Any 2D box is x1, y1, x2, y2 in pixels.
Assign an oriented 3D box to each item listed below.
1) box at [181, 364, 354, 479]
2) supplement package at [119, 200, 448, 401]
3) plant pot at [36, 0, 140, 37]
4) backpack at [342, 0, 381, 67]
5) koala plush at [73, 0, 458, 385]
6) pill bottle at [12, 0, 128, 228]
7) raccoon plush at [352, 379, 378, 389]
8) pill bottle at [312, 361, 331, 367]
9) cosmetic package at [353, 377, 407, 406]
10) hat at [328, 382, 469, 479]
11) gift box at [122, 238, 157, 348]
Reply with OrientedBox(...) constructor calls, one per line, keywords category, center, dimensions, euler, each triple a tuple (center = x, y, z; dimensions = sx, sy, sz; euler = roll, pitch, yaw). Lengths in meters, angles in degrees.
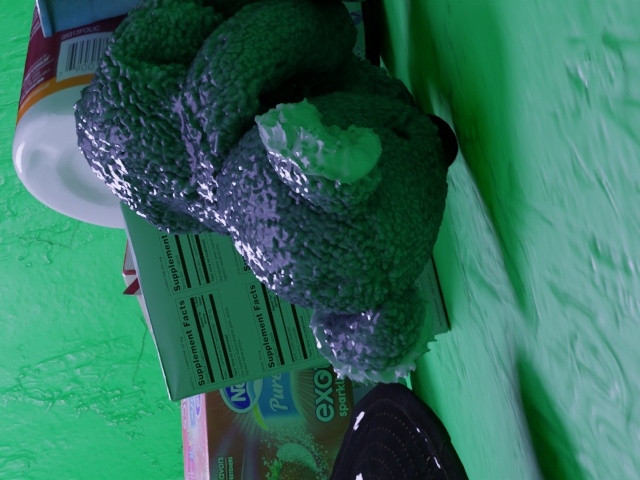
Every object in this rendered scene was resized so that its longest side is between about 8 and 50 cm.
OrientedBox(category="box", center=(-0.058, 0.138, 1.480), dimensions=(0.142, 0.154, 0.300), euler=(141, 127, -73))
OrientedBox(category="supplement package", center=(-0.028, 0.016, 1.132), dimensions=(0.194, 0.203, 0.149), euler=(-138, 34, -87))
OrientedBox(category="plant pot", center=(-0.165, -0.349, 1.437), dimensions=(0.271, 0.255, 0.272), euler=(169, 90, -82))
OrientedBox(category="backpack", center=(-0.024, -0.162, 1.032), dimensions=(0.182, 0.115, 0.152), euler=(-111, 9, -49))
OrientedBox(category="koala plush", center=(-0.010, -0.039, 0.796), dimensions=(0.221, 0.203, 0.196), euler=(-123, 15, -45))
OrientedBox(category="pill bottle", center=(-0.205, -0.230, 1.646), dimensions=(0.224, 0.224, 0.392), euler=(79, -170, -56))
OrientedBox(category="raccoon plush", center=(0.054, 0.281, 2.152), dimensions=(0.446, 0.216, 0.299), euler=(46, 172, -17))
OrientedBox(category="pill bottle", center=(0.000, 0.000, 1.382), dimensions=(0.121, 0.121, 0.221), euler=(91, 164, -82))
OrientedBox(category="cosmetic package", center=(0.099, 0.373, 1.585), dimensions=(0.377, 0.097, 0.284), euler=(78, 175, -47))
OrientedBox(category="hat", center=(0.066, 0.249, 0.815), dimensions=(0.331, 0.134, 0.331), euler=(-170, 90, -73))
OrientedBox(category="gift box", center=(-0.110, 0.007, 1.745), dimensions=(0.258, 0.276, 0.255), euler=(80, -174, -52))
